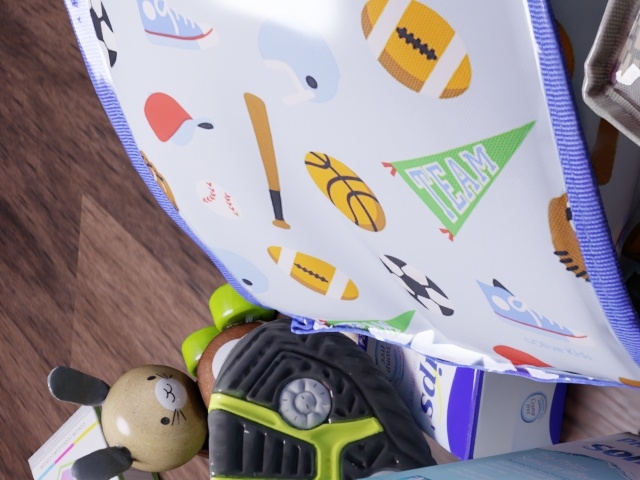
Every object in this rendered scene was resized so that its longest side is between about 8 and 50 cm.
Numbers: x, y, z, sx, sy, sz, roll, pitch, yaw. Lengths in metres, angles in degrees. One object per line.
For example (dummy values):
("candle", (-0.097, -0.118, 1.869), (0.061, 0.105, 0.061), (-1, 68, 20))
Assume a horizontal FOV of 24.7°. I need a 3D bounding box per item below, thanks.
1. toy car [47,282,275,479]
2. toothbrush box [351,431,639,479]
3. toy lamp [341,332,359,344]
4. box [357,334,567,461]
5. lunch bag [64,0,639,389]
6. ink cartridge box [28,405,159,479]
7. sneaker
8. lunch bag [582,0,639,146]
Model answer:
("toy car", (-0.118, 0.132, 1.167), (0.149, 0.188, 0.155), (-56, 47, 48))
("toothbrush box", (0.102, 0.186, 0.673), (0.216, 0.295, 0.126), (10, 104, 59))
("toy lamp", (0.000, 0.000, 1.057), (0.080, 0.080, 0.275), (-48, 55, 52))
("box", (0.088, 0.050, 0.907), (0.137, 0.072, 0.126), (32, 121, 55))
("lunch bag", (0.050, -0.119, 0.725), (0.328, 0.239, 0.385), (7, 118, 46))
("ink cartridge box", (-0.208, 0.273, 1.443), (0.109, 0.062, 0.209), (-45, 53, 25))
("sneaker", (0.028, 0.236, 0.913), (0.147, 0.145, 0.385), (125, 124, -76))
("lunch bag", (0.249, -0.128, 0.428), (0.169, 0.235, 0.287), (-122, 38, -48))
